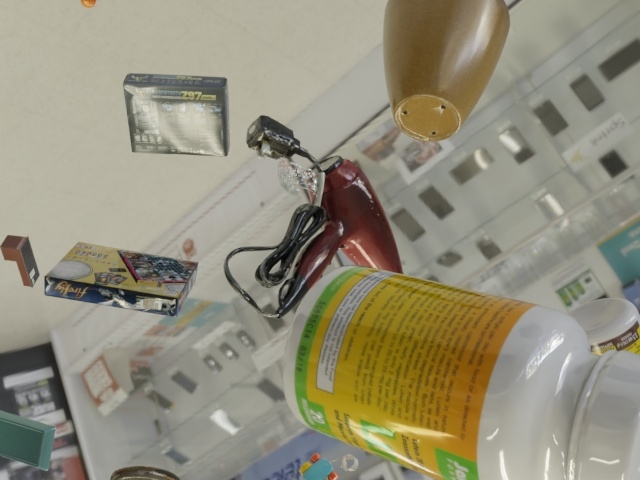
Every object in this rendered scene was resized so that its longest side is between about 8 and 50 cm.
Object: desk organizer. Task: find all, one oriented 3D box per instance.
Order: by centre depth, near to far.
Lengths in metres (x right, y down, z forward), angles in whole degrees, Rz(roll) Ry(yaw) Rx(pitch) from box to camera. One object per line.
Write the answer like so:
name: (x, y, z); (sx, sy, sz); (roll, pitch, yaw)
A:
desk organizer: (-0.708, 0.049, 1.736); (0.050, 0.047, 0.130); (7, 133, 3)

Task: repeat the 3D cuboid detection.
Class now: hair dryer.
hair dryer: (0.000, 0.000, 0.884); (0.294, 0.223, 0.080); (20, 161, -41)

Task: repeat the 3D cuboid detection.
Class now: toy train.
toy train: (0.013, 0.457, 1.282); (0.125, 0.166, 0.046); (5, 143, 7)

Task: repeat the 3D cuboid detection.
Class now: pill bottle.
pill bottle: (0.106, 0.104, 0.521); (0.246, 0.136, 0.136); (12, 179, 37)
pill bottle: (0.439, 0.200, 1.076); (0.117, 0.215, 0.117); (-27, -169, 6)

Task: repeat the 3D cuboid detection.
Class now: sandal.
sandal: (-0.210, 0.362, 0.912); (0.090, 0.060, 0.219); (-2, 121, -11)

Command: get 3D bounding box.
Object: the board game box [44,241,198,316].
board game box: (-0.369, 0.071, 1.392); (0.243, 0.165, 0.042); (10, 113, 1)

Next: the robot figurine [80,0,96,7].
robot figurine: (-0.390, -0.510, 1.299); (0.158, 0.219, 0.128); (-29, 125, 15)

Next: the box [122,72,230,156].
box: (-0.330, -0.291, 1.714); (0.233, 0.059, 0.183); (1, 128, -1)

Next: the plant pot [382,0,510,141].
plant pot: (0.213, -0.311, 1.331); (0.237, 0.254, 0.237); (10, 147, 6)

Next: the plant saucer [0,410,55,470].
plant saucer: (-0.488, 0.297, 1.126); (0.192, 0.067, 0.018); (8, 178, 23)
